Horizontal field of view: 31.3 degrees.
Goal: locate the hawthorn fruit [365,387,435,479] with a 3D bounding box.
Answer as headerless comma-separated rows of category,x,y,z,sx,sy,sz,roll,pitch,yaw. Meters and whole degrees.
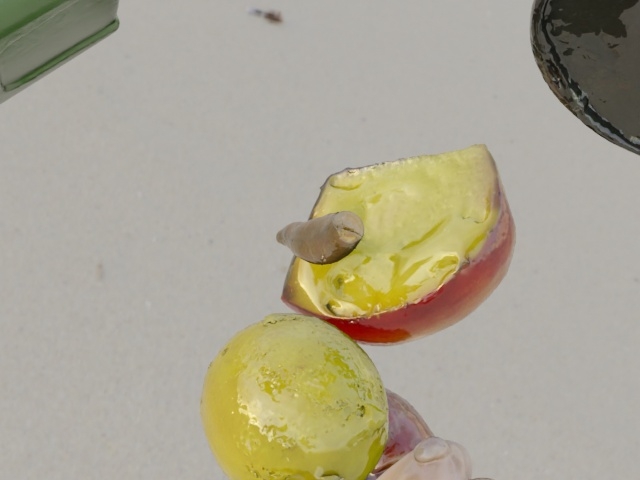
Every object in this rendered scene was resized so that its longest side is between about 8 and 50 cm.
hawthorn fruit,0.024,0.455,1.984,0.403,0.402,0.403,11,36,-8

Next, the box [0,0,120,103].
box,-0.261,-0.244,0.725,0.178,0.253,0.328,-32,93,-12

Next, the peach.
peach,0.130,0.028,1.842,0.380,0.242,0.306,-12,58,11

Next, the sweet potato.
sweet potato,0.000,0.000,1.668,0.077,0.077,0.244,2,-6,-23

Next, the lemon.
lemon,-0.027,0.156,1.056,0.173,0.173,0.206,-19,34,-39

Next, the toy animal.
toy animal,0.136,0.318,1.199,0.171,0.171,0.197,-21,66,-41

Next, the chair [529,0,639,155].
chair,0.284,-0.259,0.693,0.227,0.226,0.401,20,64,3
